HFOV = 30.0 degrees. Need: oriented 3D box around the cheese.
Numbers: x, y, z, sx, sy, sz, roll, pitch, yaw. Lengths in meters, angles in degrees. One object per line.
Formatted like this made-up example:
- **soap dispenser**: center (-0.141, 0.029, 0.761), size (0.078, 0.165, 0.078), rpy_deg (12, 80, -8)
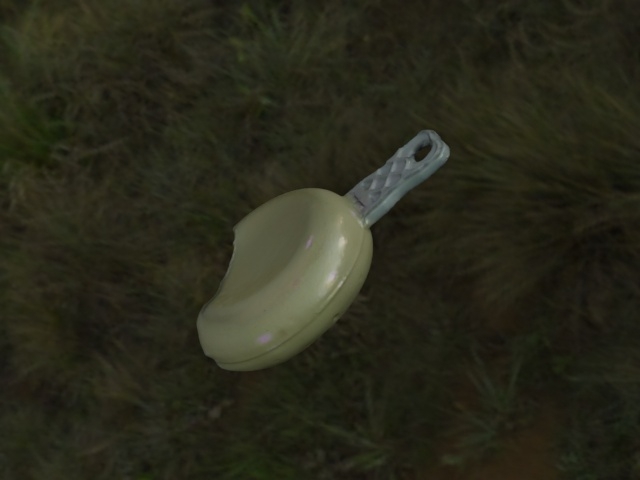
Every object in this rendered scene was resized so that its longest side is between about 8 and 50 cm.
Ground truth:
- **cheese**: center (0.006, 0.009, 1.014), size (0.249, 0.071, 0.163), rpy_deg (-28, 36, 24)
